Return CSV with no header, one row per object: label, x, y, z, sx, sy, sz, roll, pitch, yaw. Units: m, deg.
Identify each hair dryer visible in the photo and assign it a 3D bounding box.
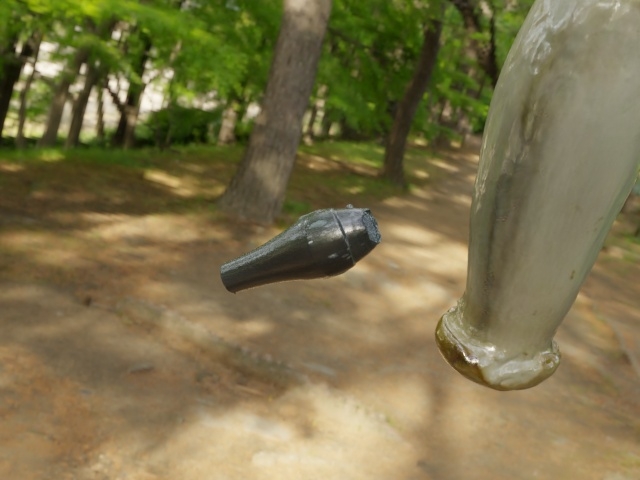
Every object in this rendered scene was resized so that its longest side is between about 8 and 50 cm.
hair dryer,0.000,0.000,1.348,0.235,0.091,0.271,-20,4,23

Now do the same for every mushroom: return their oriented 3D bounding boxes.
mushroom,0.206,-0.064,0.848,0.154,0.407,0.137,28,18,28
